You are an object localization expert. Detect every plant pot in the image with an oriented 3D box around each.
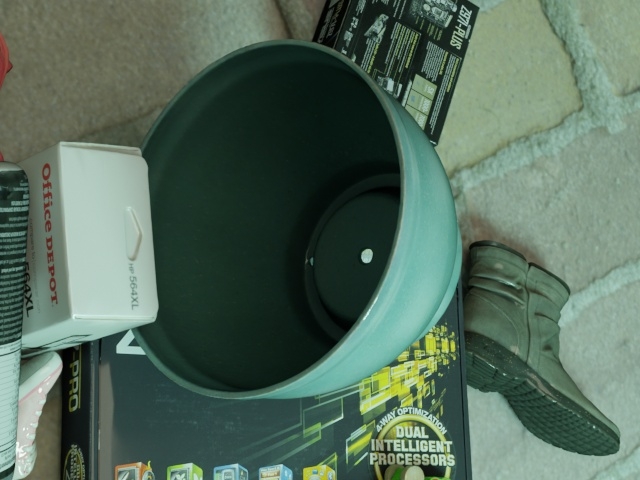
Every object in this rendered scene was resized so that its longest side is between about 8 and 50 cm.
[{"bbox_3d":[0.000,0.000,1.140,0.196,0.293,0.293,20,66,-51],"label":"plant pot"}]

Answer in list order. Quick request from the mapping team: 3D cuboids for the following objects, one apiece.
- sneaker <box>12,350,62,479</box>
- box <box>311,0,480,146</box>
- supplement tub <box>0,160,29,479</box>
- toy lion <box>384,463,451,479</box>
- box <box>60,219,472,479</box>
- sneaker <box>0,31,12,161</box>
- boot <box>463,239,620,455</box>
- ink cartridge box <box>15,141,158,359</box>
[{"bbox_3d":[-0.256,0.157,1.157,0.134,0.051,0.070,-42,108,8],"label":"sneaker"},{"bbox_3d":[0.071,-0.198,1.431,0.147,0.077,0.180,26,66,-20],"label":"box"},{"bbox_3d":[-0.326,0.091,1.027,0.194,0.193,0.315,3,94,-28],"label":"supplement tub"},{"bbox_3d":[0.091,0.260,1.247,0.096,0.034,0.100,42,61,-23],"label":"toy lion"},{"bbox_3d":[-0.045,0.119,1.277,0.395,0.097,0.318,7,71,-27],"label":"box"},{"bbox_3d":[-0.346,-0.190,1.206,0.136,0.116,0.313,2,83,-38],"label":"sneaker"},{"bbox_3d":[0.245,0.112,1.446,0.246,0.083,0.161,36,57,-17],"label":"boot"},{"bbox_3d":[-0.233,0.014,1.135,0.086,0.203,0.148,4,74,-42],"label":"ink cartridge box"}]
